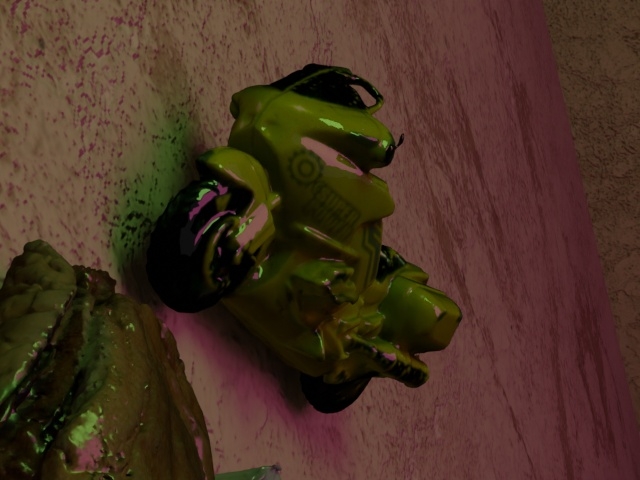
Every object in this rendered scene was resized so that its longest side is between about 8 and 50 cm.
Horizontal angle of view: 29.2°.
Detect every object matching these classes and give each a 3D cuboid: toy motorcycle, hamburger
[{"bbox_3d":[-0.002,-0.001,0.885,0.206,0.142,0.342,-54,148,-7],"label":"toy motorcycle"},{"bbox_3d":[-0.120,0.111,0.574,0.206,0.130,0.183,-100,173,-62],"label":"hamburger"}]

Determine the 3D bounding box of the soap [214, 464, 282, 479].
[{"bbox_3d":[-0.046,0.267,0.725,0.150,0.094,0.261,-67,142,-64],"label":"soap"}]
